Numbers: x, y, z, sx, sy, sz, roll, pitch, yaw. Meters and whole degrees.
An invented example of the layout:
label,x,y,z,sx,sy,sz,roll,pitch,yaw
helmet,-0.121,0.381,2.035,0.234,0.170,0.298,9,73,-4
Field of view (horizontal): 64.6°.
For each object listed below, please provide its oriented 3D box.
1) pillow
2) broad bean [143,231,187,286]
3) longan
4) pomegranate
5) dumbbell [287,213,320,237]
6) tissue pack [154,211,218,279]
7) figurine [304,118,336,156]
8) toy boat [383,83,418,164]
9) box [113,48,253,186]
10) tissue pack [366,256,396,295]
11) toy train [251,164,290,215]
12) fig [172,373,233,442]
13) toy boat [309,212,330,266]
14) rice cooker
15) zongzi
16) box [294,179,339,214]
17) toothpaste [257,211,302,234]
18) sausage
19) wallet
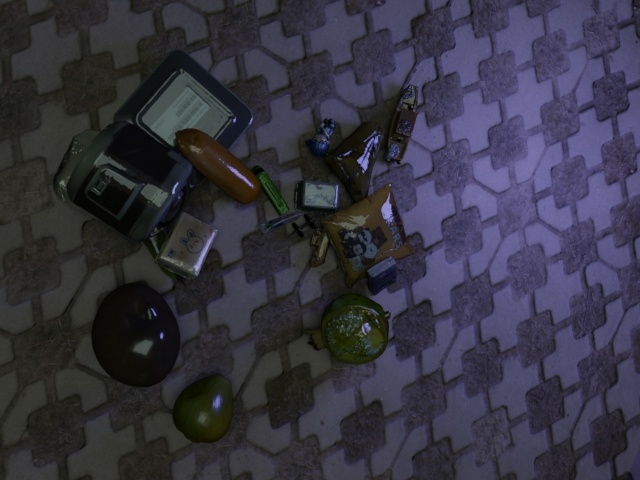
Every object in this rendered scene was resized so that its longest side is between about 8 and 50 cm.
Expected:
label,x,y,z,sx,sy,sz,roll,pitch,yaw
pillow,0.184,-0.016,1.908,0.312,0.119,0.310,-27,106,-13
broad bean,-0.570,0.027,1.797,0.075,0.067,0.325,-26,97,14
longan,-0.610,0.313,1.678,0.288,0.288,0.350,-18,81,-12
pomegranate,0.093,0.326,1.845,0.341,0.260,0.260,-11,90,17
dumbbell,-0.063,-0.055,1.897,0.147,0.069,0.069,-35,95,-11
tissue pack,-0.466,0.020,1.764,0.148,0.092,0.196,29,61,-21
figurine,0.005,-0.392,1.927,0.087,0.086,0.149,49,62,-47
toy boat,0.320,-0.452,1.966,0.089,0.121,0.321,16,85,-5
box,-0.476,-0.427,1.794,0.373,0.090,0.367,39,82,-16
tissue pack,0.233,0.135,1.913,0.112,0.156,0.051,-31,61,-11
toy train,-0.189,-0.191,1.890,0.044,0.042,0.209,-34,95,-11
fig,-0.402,0.575,1.745,0.207,0.207,0.230,3,64,-12
toy boat,0.000,0.000,1.916,0.072,0.064,0.206,14,82,8
rice cooker,-0.592,-0.174,1.620,0.325,0.335,0.335,35,82,-16
zongzi,0.182,-0.279,1.945,0.260,0.123,0.289,-44,113,-16
box,-0.008,-0.166,1.900,0.172,0.093,0.124,3,87,-12
toothpaste,-0.149,-0.072,1.902,0.170,0.028,0.045,-22,86,-8
sausage,-0.352,-0.261,1.750,0.354,0.116,0.134,41,52,-37
wallet,-0.763,-0.228,1.765,0.275,0.068,0.335,23,77,-14
